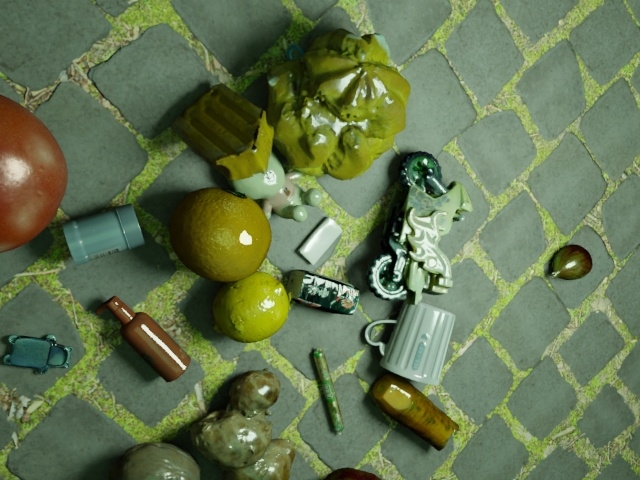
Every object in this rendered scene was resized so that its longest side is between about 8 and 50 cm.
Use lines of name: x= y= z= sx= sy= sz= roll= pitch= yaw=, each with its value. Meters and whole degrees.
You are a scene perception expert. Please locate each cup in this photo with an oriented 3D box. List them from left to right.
cup: x=0.249 y=0.267 z=1.632 sx=0.221 sy=0.167 sz=0.202 roll=19 pitch=88 yaw=-24

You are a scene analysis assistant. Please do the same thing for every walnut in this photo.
walnut: x=-0.392 y=0.581 z=1.412 sx=0.224 sy=0.224 sz=0.225 roll=-3 pitch=99 yaw=-21

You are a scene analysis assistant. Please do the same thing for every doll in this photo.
doll: x=-0.134 y=-0.140 z=1.457 sx=0.275 sy=0.113 sz=0.155 roll=34 pitch=77 yaw=-15

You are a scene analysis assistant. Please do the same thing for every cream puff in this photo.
cream puff: x=0.049 y=-0.314 z=1.402 sx=0.377 sy=0.275 sz=0.379 roll=-6 pitch=106 yaw=-22

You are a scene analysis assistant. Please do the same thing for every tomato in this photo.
tomato: x=-0.653 y=-0.128 z=1.161 sx=0.321 sy=0.321 sz=0.322 roll=-3 pitch=99 yaw=-21

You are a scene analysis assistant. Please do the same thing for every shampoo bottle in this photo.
shampoo bottle: x=-0.413 y=0.226 z=1.412 sx=0.085 sy=0.085 sz=0.244 roll=-44 pitch=108 yaw=-10

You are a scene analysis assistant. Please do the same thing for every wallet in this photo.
wallet: x=0.000 y=0.000 z=1.568 sx=0.061 sy=0.025 sz=0.122 roll=44 pitch=81 yaw=-19

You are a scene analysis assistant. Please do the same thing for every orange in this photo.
orange: x=-0.225 y=-0.013 z=1.373 sx=0.236 sy=0.236 sz=0.237 roll=-3 pitch=99 yaw=-21

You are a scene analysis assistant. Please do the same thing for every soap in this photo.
soap: x=-0.200 y=-0.236 z=1.332 sx=0.160 sy=0.257 sz=0.080 roll=-43 pitch=143 yaw=-9

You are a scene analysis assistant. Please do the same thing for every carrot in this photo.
carrot: x=0.273 y=0.491 z=1.703 sx=0.302 sy=0.114 sz=0.114 roll=40 pitch=82 yaw=-22

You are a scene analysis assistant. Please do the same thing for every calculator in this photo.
calculator: x=-0.637 y=0.255 z=1.361 sx=0.141 sy=0.019 sz=0.094 roll=14 pitch=93 yaw=-24

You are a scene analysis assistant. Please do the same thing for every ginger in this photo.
ginger: x=-0.175 y=0.525 z=1.502 sx=0.256 sy=0.176 sz=0.376 roll=-24 pitch=106 yaw=-33

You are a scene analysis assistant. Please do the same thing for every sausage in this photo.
sausage: x=0.023 y=0.410 z=1.633 sx=0.032 sy=0.033 sz=0.269 roll=-19 pitch=104 yaw=-18

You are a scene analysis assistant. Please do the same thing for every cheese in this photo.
cheese: x=-0.056 y=-0.433 z=1.488 sx=0.047 sy=0.017 sz=0.111 roll=-18 pitch=104 yaw=-15

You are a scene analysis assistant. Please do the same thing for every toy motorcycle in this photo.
toy motorcycle: x=0.268 y=-0.023 z=1.591 sx=0.236 sy=0.168 sz=0.411 roll=21 pitch=81 yaw=-14

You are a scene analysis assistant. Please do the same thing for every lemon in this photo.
lemon: x=-0.170 y=0.162 z=1.448 sx=0.206 sy=0.173 sz=0.174 roll=-33 pitch=108 yaw=-1

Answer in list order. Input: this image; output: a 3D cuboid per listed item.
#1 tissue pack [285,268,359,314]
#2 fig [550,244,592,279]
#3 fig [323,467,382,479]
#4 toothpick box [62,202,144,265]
tissue pack: x=0.005 y=0.135 z=1.550 sx=0.170 sy=0.103 sz=0.091 roll=17 pitch=84 yaw=-23
fig: x=0.758 y=0.080 z=1.836 sx=0.154 sy=0.103 sz=0.109 roll=-36 pitch=87 yaw=-22
fig: x=0.043 y=0.767 z=1.640 sx=0.216 sy=0.217 sz=0.321 roll=33 pitch=113 yaw=-22
toothpick box: x=-0.482 y=-0.015 z=1.338 sx=0.153 sy=0.101 sz=0.101 roll=-18 pitch=104 yaw=-16
